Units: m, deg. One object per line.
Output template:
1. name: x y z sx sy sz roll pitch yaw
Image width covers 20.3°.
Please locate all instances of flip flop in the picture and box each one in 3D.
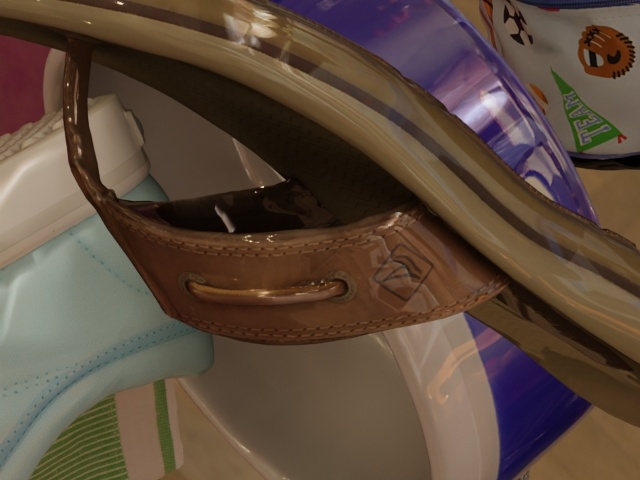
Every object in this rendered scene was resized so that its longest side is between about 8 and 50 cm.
1. flip flop: 0.000 -0.001 0.493 0.080 0.277 0.112 -61 25 -6

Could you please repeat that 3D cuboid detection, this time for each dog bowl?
1. dog bowl: 0.000 0.000 0.767 0.104 0.265 0.265 -35 54 -23

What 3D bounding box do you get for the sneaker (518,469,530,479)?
1. sneaker: 0.059 0.084 0.955 0.121 0.112 0.299 3 64 14

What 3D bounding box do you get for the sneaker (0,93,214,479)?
1. sneaker: -0.185 0.090 0.653 0.366 0.150 0.135 -34 12 -22

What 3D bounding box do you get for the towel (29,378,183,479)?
1. towel: -0.221 0.165 1.086 0.325 0.248 0.038 -35 63 -22

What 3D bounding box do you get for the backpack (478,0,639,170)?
1. backpack: 0.204 -0.153 0.912 0.263 0.213 0.276 -19 24 8
